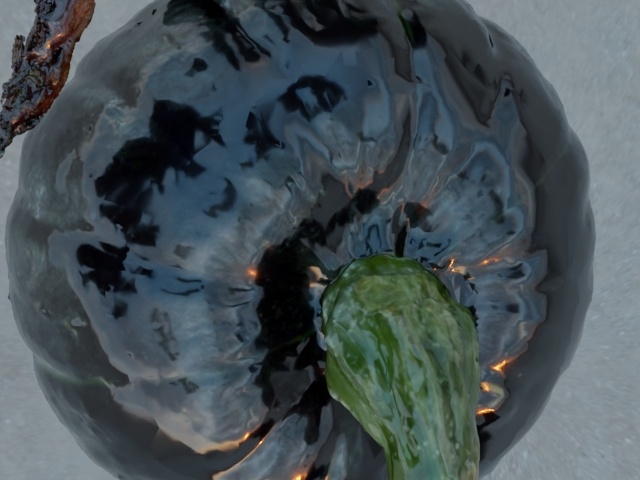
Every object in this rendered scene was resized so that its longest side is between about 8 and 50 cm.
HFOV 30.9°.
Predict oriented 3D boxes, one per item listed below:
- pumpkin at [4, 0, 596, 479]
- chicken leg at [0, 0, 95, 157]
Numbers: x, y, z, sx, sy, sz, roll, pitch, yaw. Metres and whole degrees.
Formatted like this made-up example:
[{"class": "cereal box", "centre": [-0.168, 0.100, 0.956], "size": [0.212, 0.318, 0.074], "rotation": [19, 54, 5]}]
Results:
[{"class": "pumpkin", "centre": [0.004, 0.011, 0.547], "size": [0.295, 0.296, 0.296], "rotation": [-1, 84, 8]}, {"class": "chicken leg", "centre": [-0.100, -0.061, 0.408], "size": [0.021, 0.036, 0.083], "rotation": [25, 77, -10]}]
